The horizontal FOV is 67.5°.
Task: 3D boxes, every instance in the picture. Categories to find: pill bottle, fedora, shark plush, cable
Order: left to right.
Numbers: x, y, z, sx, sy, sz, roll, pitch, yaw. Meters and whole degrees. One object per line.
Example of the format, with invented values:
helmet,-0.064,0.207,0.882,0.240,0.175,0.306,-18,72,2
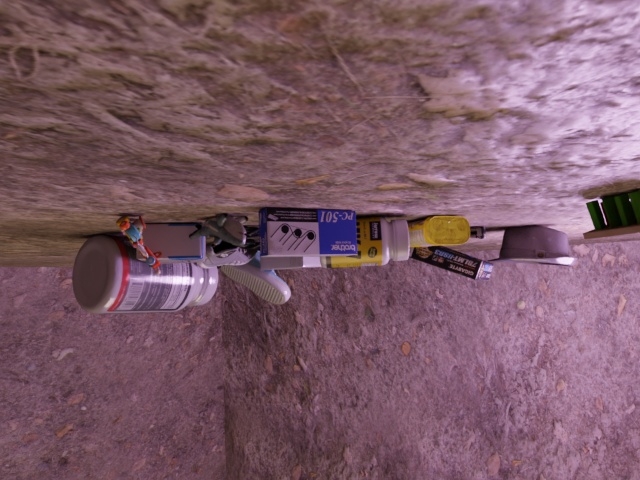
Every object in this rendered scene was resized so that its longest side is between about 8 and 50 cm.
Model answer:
pill bottle,-0.489,0.105,1.382,0.210,0.210,0.363,-6,170,34
shark plush,-0.230,-0.017,1.036,0.161,0.067,0.073,-5,175,20
cable,-0.195,-0.010,1.291,0.151,0.047,0.184,4,169,20
pill bottle,0.102,0.003,1.153,0.209,0.119,0.119,-3,175,3
fedora,0.708,0.017,1.606,0.276,0.124,0.244,3,177,25

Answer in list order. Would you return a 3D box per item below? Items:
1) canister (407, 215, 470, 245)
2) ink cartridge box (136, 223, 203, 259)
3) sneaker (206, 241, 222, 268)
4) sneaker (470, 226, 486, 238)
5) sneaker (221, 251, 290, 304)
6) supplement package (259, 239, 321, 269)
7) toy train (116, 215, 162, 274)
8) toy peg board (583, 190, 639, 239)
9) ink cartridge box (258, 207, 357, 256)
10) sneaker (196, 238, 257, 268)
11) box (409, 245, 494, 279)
canister,0.289,-0.020,1.264,0.126,0.073,0.170,-1,176,-22
ink cartridge box,-0.362,0.011,1.187,0.148,0.085,0.203,-1,174,-11
sneaker,-0.444,0.044,1.625,0.276,0.106,0.110,0,-161,-28
sneaker,0.500,-0.022,1.547,0.044,0.040,0.109,0,175,-5
sneaker,-0.212,0.095,1.692,0.366,0.135,0.150,25,-123,38
supplement package,-0.098,0.040,1.559,0.180,0.105,0.105,-7,175,35
toy train,-0.368,0.003,1.003,0.046,0.125,0.166,-40,178,-20
toy peg board,0.660,-0.068,0.997,0.161,0.079,0.161,-18,179,-14
ink cartridge box,-0.024,-0.016,0.997,0.207,0.097,0.046,1,174,-28
sneaker,-0.252,0.023,1.439,0.229,0.086,0.132,-16,168,-46
box,0.418,0.056,1.626,0.294,0.073,0.296,22,-173,26
